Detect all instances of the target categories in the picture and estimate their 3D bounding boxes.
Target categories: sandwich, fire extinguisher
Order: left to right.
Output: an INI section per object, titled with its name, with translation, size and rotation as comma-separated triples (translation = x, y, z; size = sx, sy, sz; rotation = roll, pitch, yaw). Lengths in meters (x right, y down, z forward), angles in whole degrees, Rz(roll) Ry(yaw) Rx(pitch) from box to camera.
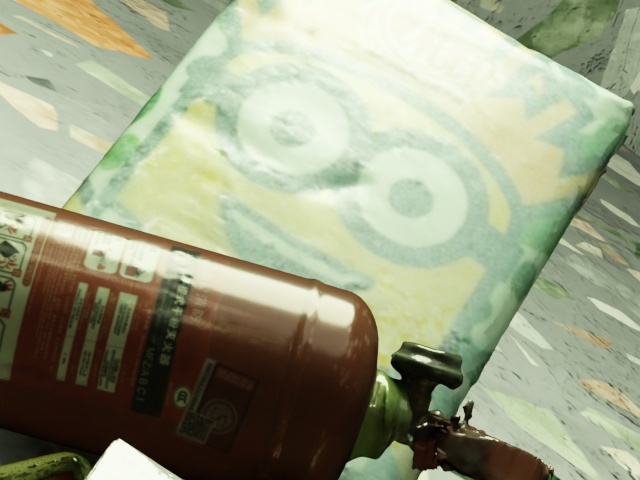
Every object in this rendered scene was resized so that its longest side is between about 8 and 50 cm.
[sandwich]
translation = -0.122, 0.120, 0.901
size = 0.083, 0.044, 0.031
rotation = 27, 19, -4
[fire extinguisher]
translation = -0.066, 0.053, 0.850
size = 0.337, 0.106, 0.147
rotation = 15, 3, -1

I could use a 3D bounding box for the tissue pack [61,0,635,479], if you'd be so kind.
[tissue pack]
translation = 0.000, 0.000, 1.048
size = 0.228, 0.311, 0.128
rotation = 32, -31, 7

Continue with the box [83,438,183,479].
[box]
translation = -0.092, 0.141, 0.673
size = 0.055, 0.039, 0.218
rotation = 33, 24, -1
